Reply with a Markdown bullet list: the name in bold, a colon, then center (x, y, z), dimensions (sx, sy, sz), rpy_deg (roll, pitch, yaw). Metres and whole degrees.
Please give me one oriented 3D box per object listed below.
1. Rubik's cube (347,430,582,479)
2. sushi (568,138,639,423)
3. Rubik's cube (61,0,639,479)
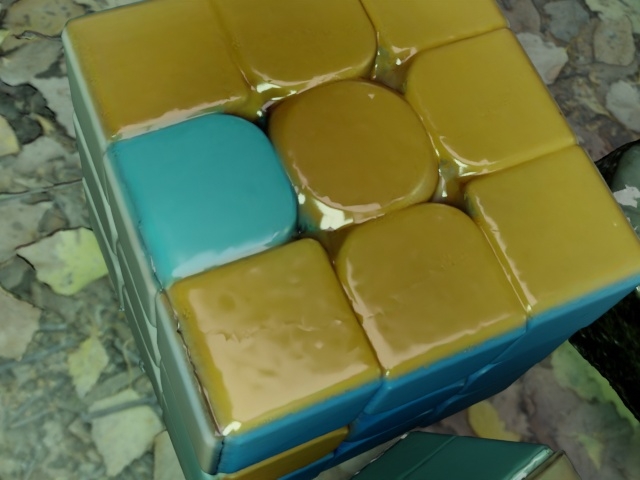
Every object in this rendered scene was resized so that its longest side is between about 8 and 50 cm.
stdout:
- **Rubik's cube**: center (0.074, 0.275, 0.577), dimensions (0.224, 0.231, 0.221), rpy_deg (-34, 92, -18)
- **sushi**: center (0.332, 0.076, 0.774), dimensions (0.211, 0.171, 0.350), rpy_deg (-31, 74, -19)
- **Rubik's cube**: center (0.000, 0.000, 0.682), dimensions (0.291, 0.290, 0.291), rpy_deg (-19, 71, -16)
